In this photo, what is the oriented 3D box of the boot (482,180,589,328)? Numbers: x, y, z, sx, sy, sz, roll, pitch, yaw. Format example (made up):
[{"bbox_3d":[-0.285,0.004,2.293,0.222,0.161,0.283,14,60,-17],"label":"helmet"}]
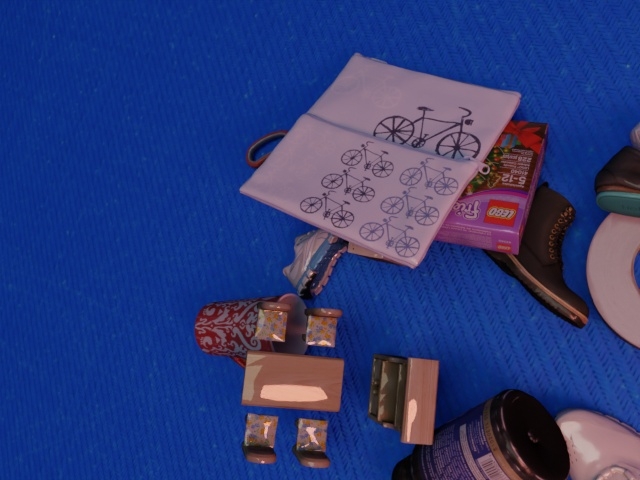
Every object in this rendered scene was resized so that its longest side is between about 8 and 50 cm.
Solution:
[{"bbox_3d":[0.321,0.010,0.792,0.137,0.077,0.198,-44,50,6],"label":"boot"}]

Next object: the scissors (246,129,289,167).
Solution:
[{"bbox_3d":[-0.002,-0.184,1.030,0.297,0.021,0.109,-25,70,19],"label":"scissors"}]

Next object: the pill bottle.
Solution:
[{"bbox_3d":[0.197,0.292,0.754,0.219,0.123,0.123,-45,62,36],"label":"pill bottle"}]

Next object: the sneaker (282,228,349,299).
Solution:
[{"bbox_3d":[0.000,0.000,0.967,0.083,0.071,0.191,40,97,32],"label":"sneaker"}]

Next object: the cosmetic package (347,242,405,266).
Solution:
[{"bbox_3d":[0.092,0.010,0.893,0.060,0.115,0.041,10,87,25],"label":"cosmetic package"}]

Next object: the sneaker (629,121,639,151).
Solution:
[{"bbox_3d":[0.526,-0.123,0.742,0.232,0.090,0.115,23,83,18],"label":"sneaker"}]

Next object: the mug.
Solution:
[{"bbox_3d":[-0.117,0.164,0.962,0.169,0.113,0.150,-5,80,32],"label":"mug"}]

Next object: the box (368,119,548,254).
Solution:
[{"bbox_3d":[0.168,-0.100,0.865,0.293,0.057,0.201,11,61,25],"label":"box"}]

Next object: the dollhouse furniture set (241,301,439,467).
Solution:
[{"bbox_3d":[0.017,0.201,0.800,0.242,0.161,0.212,8,81,-11],"label":"dollhouse furniture set"}]

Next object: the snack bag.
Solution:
[{"bbox_3d":[0.091,-0.145,0.863,0.323,0.037,0.342,25,66,32],"label":"snack bag"}]

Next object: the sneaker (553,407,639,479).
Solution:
[{"bbox_3d":[0.392,0.323,0.680,0.111,0.129,0.297,-46,64,11],"label":"sneaker"}]

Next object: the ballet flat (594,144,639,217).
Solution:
[{"bbox_3d":[0.467,-0.051,0.664,0.280,0.095,0.096,23,78,27],"label":"ballet flat"}]

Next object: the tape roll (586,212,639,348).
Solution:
[{"bbox_3d":[0.458,0.042,0.739,0.219,0.072,0.219,-5,77,25],"label":"tape roll"}]
